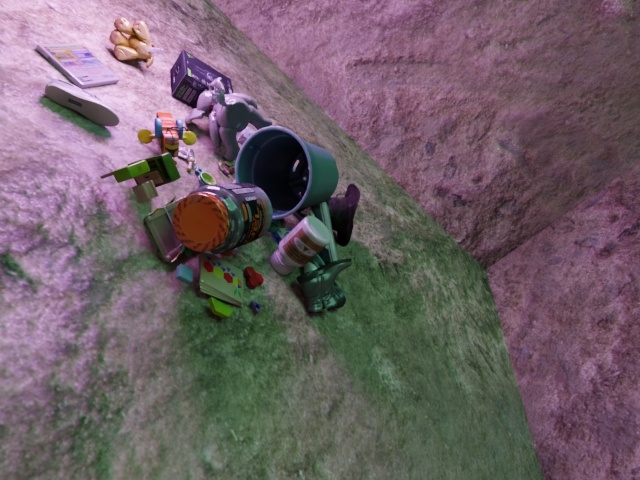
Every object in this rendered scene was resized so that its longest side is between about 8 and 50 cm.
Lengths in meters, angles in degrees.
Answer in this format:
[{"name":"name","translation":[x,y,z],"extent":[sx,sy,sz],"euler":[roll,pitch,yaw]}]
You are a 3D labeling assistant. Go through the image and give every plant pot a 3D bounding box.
[{"name":"plant pot","translation":[-0.107,-0.263,1.754],"extent":[0.341,0.341,0.334],"euler":[53,24,12]}]

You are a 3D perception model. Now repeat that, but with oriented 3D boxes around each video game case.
[{"name":"video game case","translation":[-0.880,-0.643,1.599],"extent":[0.193,0.023,0.212],"euler":[43,28,-8]}]

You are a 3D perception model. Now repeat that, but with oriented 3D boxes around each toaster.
[{"name":"toaster","translation":[-0.049,-0.200,2.051],"extent":[0.110,0.168,0.186],"euler":[43,28,-5]}]

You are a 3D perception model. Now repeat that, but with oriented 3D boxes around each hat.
[{"name":"hat","translation":[0.074,-0.132,2.053],"extent":[0.133,0.331,0.331],"euler":[12,36,-11]}]

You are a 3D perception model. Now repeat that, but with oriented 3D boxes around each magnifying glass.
[{"name":"magnifying glass","translation":[-0.197,-0.086,1.816],"extent":[0.092,0.026,0.231],"euler":[22,21,3]}]

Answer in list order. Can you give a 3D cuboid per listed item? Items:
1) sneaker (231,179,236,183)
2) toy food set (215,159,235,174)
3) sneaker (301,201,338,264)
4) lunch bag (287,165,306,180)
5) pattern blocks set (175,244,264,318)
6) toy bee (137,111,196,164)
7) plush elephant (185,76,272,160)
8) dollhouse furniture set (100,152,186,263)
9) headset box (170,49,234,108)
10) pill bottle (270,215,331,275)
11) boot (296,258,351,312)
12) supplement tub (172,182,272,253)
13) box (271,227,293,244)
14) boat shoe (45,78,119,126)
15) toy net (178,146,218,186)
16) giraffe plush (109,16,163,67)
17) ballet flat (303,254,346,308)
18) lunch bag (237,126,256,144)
[{"name":"sneaker","translation":[-0.310,-0.172,1.751],"extent":[0.084,0.058,0.152],"euler":[12,47,-40]},{"name":"toy food set","translation":[-0.399,-0.306,1.852],"extent":[0.078,0.019,0.122],"euler":[54,20,13]},{"name":"sneaker","translation":[0.000,0.000,1.922],"extent":[0.126,0.127,0.321],"euler":[44,34,-81]},{"name":"lunch bag","translation":[-0.186,-0.318,2.027],"extent":[0.219,0.090,0.176],"euler":[24,-7,-37]},{"name":"pattern blocks set","translation":[-0.307,0.121,1.365],"extent":[0.325,0.026,0.285],"euler":[42,26,-29]},{"name":"toy bee","translation":[-0.562,-0.362,1.583],"extent":[0.195,0.162,0.298],"euler":[7,24,-8]},{"name":"plush elephant","translation":[-0.430,-0.553,1.899],"extent":[0.255,0.272,0.330],"euler":[33,-13,39]},{"name":"dollhouse furniture set","translation":[-0.516,-0.092,1.338],"extent":[0.197,0.151,0.302],"euler":[-50,125,-57]},{"name":"headset box","translation":[-0.566,-0.732,2.057],"extent":[0.283,0.131,0.246],"euler":[24,35,-38]},{"name":"pill bottle","translation":[-0.081,0.025,1.631],"extent":[0.131,0.229,0.131],"euler":[35,29,-23]},{"name":"boot","translation":[0.033,0.173,1.661],"extent":[0.246,0.083,0.161],"euler":[-22,90,-27]},{"name":"supplement tub","translation":[-0.296,-0.074,1.361],"extent":[0.207,0.207,0.338],"euler":[48,17,2]},{"name":"box","translation":[-0.145,-0.014,1.817],"extent":[0.136,0.028,0.081],"euler":[0,53,-58]},{"name":"boat shoe","translation":[-0.776,-0.462,1.442],"extent":[0.227,0.079,0.081],"euler":[24,39,-32]},{"name":"toy net","translation":[-0.468,-0.288,1.694],"extent":[0.232,0.045,0.122],"euler":[54,28,14]},{"name":"giraffe plush","translation":[-0.790,-0.852,1.886],"extent":[0.210,0.181,0.170],"euler":[18,16,-27]},{"name":"ballet flat","translation":[-0.002,0.154,1.733],"extent":[0.280,0.095,0.096],"euler":[52,42,9]},{"name":"lunch bag","translation":[-0.352,-0.501,2.109],"extent":[0.071,0.083,0.053],"euler":[30,31,-31]}]
